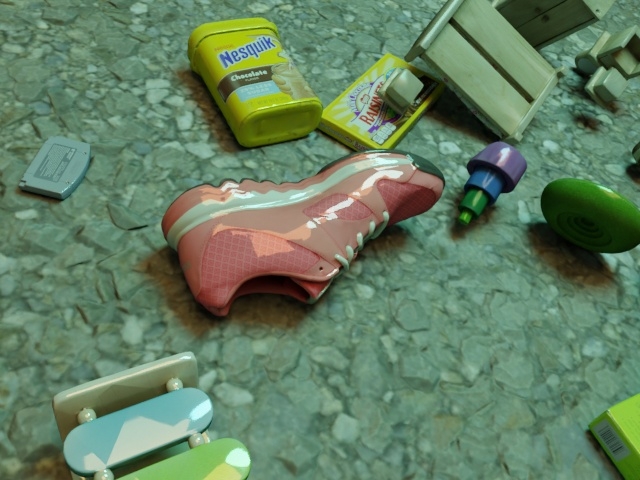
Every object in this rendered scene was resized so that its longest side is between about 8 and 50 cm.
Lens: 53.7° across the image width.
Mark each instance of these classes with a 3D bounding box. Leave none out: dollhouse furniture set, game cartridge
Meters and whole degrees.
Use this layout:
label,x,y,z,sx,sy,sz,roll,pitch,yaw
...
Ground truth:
label,x,y,z,sx,sy,sz,roll,pitch,yaw
dollhouse furniture set,0.274,-0.237,0.960,0.303,0.174,0.355,41,78,-13
game cartridge,-0.292,-0.081,0.708,0.056,0.017,0.083,12,50,-1

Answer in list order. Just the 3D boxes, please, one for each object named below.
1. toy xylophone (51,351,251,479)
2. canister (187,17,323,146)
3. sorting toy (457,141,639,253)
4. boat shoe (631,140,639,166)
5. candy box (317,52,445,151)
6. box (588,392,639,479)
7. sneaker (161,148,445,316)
label,x,y,z,sx,sy,sz,roll,pitch,yaw
toy xylophone,-0.119,0.249,0.442,0.236,0.081,0.323,-24,61,-29
canister,-0.085,-0.208,0.828,0.126,0.073,0.170,-16,59,-25
sorting toy,0.318,0.024,0.743,0.365,0.127,0.126,32,75,10
boat shoe,0.577,-0.120,0.920,0.257,0.095,0.095,-7,60,-20
candy box,0.089,-0.192,0.890,0.105,0.027,0.206,30,50,13
box,0.373,0.195,0.640,0.178,0.042,0.109,-14,58,-26
sneaker,0.000,0.000,0.676,0.314,0.116,0.136,-14,66,-16
